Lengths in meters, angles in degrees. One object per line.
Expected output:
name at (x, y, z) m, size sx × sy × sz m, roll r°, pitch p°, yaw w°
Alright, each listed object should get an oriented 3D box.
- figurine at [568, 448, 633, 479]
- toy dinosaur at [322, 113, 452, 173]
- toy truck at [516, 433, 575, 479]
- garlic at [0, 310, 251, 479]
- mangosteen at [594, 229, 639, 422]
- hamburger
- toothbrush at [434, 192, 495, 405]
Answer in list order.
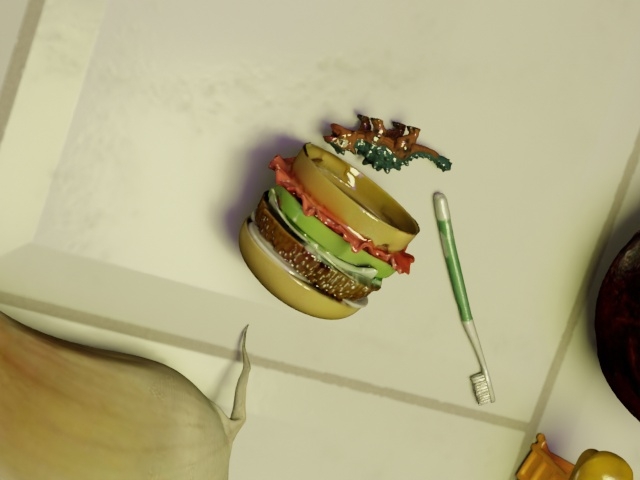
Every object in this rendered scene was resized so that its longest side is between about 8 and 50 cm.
figurine at (0.284, 0.304, 0.991) m, size 0.122 × 0.122 × 0.176 m, roll 5°, pitch 104°, yaw -4°
toy dinosaur at (0.071, -0.095, 0.977) m, size 0.154 × 0.049 × 0.055 m, roll 12°, pitch 95°, yaw -27°
toy truck at (0.352, 0.343, 1.139) m, size 0.270 × 0.114 × 0.135 m, roll 31°, pitch 95°, yaw -20°
garlic at (-0.239, 0.197, 0.894) m, size 0.340 × 0.231 × 0.245 m, roll 14°, pitch 52°, yaw -36°
mangosteen at (0.453, 0.087, 1.027) m, size 0.293 × 0.297 × 0.297 m, roll -24°, pitch 111°, yaw -43°
hamburger at (0.000, -0.001, 0.923) m, size 0.175 × 0.175 × 0.137 m, roll 33°, pitch 107°, yaw -22°
toothbrush at (0.158, 0.069, 1.060) m, size 0.024 × 0.018 × 0.257 m, roll -17°, pitch 107°, yaw -8°
